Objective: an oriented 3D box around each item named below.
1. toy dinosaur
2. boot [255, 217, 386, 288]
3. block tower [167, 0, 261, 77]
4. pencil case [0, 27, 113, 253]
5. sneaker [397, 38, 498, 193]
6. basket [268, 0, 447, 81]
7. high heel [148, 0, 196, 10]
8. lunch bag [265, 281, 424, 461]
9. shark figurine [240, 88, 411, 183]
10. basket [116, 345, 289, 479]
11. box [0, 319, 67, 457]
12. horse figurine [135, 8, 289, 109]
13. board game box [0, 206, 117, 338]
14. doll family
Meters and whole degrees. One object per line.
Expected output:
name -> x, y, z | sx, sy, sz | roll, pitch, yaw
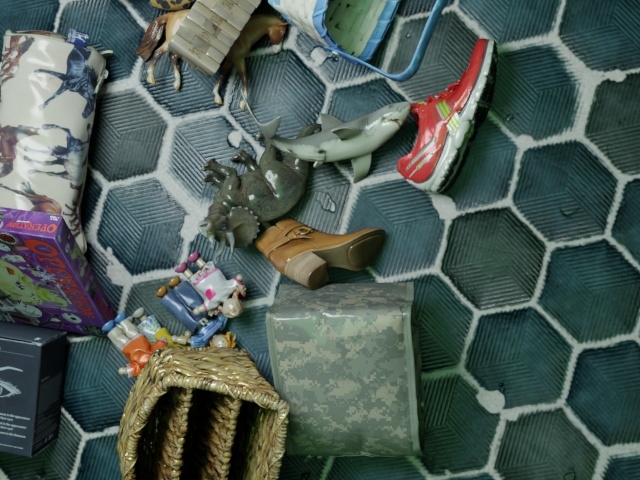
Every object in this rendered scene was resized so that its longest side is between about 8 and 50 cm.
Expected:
toy dinosaur -> -0.104, -0.090, 1.553 | 0.313, 0.121, 0.160 | -33, 82, -26
boot -> 0.000, 0.000, 1.542 | 0.152, 0.197, 0.073 | 33, 134, 41
block tower -> -0.137, -0.430, 1.517 | 0.091, 0.097, 0.336 | 33, 75, -13
pencil case -> -0.472, -0.156, 1.571 | 0.183, 0.160, 0.411 | 5, 89, -9
sneaker -> 0.210, -0.220, 1.512 | 0.118, 0.107, 0.279 | 25, 89, 17
basket -> 0.083, -0.414, 1.469 | 0.289, 0.201, 0.255 | 29, 93, 36
high heel -> -0.261, -0.544, 1.586 | 0.186, 0.093, 0.261 | -26, 94, 0
lunch bag -> 0.048, 0.222, 1.478 | 0.235, 0.169, 0.287 | -2, 107, 9
shark figurine -> -0.003, -0.185, 1.518 | 0.278, 0.166, 0.116 | -4, 51, -20
basket -> -0.198, 0.338, 1.423 | 0.213, 0.223, 0.299 | 6, 106, -25
box -> -0.542, 0.254, 1.580 | 0.153, 0.108, 0.207 | 10, 97, 8
horse figurine -> -0.201, -0.339, 1.589 | 0.263, 0.066, 0.175 | 16, 96, 6
board game box -> -0.473, 0.055, 1.483 | 0.208, 0.347, 0.056 | 4, 59, 7
doll family -> -0.235, 0.155, 1.567 | 0.263, 0.118, 0.163 | -41, 77, -13
